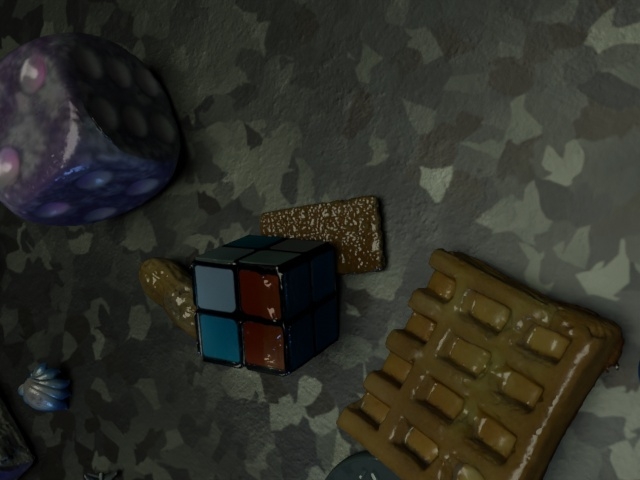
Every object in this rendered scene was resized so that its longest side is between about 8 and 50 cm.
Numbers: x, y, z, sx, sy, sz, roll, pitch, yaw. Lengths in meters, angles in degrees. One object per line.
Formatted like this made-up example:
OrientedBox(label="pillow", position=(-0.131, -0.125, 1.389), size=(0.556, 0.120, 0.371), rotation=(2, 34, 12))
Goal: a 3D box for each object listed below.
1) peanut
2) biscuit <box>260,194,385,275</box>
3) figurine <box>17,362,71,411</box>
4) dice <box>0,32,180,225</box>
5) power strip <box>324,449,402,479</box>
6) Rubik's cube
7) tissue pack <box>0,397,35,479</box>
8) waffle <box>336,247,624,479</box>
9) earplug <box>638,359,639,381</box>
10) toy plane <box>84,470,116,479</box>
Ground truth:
OrientedBox(label="peanut", position=(-0.255, 0.101, 1.328), size=(0.214, 0.099, 0.099), rotation=(41, 107, 29))
OrientedBox(label="biscuit", position=(0.000, 0.000, 1.220), size=(0.231, 0.025, 0.131), rotation=(-6, 87, 30))
OrientedBox(label="figurine", position=(-0.568, 0.316, 1.505), size=(0.114, 0.079, 0.114), rotation=(-1, 106, -4))
OrientedBox(label="dice", position=(-0.446, -0.197, 1.331), size=(0.271, 0.270, 0.270), rotation=(-28, 75, 25))
OrientedBox(label="power strip", position=(0.108, 0.417, 1.136), size=(0.253, 0.054, 0.167), rotation=(-3, 88, 29))
OrientedBox(label="Rubik's cube", position=(-0.087, 0.098, 1.167), size=(0.180, 0.167, 0.183), rotation=(3, 103, 29))
OrientedBox(label="tissue pack", position=(-0.805, 0.499, 1.590), size=(0.343, 0.125, 0.242), rotation=(-47, 69, 19))
OrientedBox(label="waffle", position=(0.213, 0.208, 1.018), size=(0.304, 0.077, 0.348), rotation=(30, 94, 42))
OrientedBox(label="earplug", position=(0.498, 0.240, 0.892), size=(0.132, 0.132, 0.273), rotation=(-35, 69, 23))
OrientedBox(label="toy plane", position=(-0.425, 0.565, 1.421), size=(0.226, 0.058, 0.226), rotation=(-13, 86, 27))
